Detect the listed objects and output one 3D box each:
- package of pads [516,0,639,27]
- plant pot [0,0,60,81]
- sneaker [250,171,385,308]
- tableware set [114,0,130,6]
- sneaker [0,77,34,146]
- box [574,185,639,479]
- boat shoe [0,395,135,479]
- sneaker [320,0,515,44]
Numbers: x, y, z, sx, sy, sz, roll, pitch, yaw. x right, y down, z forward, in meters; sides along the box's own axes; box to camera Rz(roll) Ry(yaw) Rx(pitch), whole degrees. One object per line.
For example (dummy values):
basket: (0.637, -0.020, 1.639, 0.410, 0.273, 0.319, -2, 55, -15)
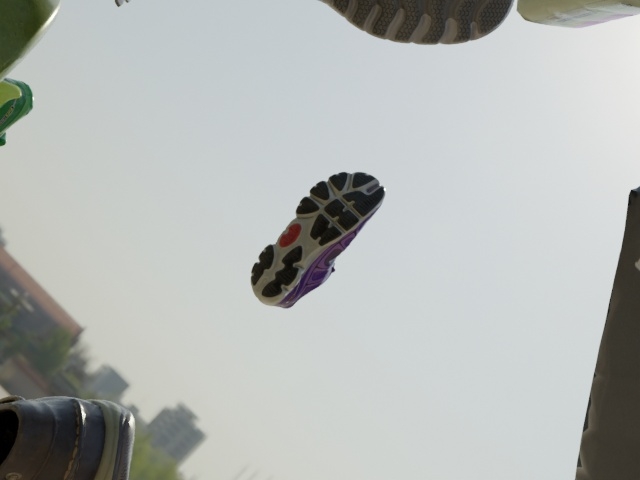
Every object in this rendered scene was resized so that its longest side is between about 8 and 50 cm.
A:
package of pads: (0.313, -0.391, 1.249, 0.101, 0.297, 0.229, 4, 3, -16)
plant pot: (-0.370, -0.218, 0.735, 0.353, 0.366, 0.366, 53, -18, -25)
sneaker: (0.000, 0.000, 1.149, 0.068, 0.170, 0.071, 49, 7, 30)
tableware set: (-0.313, -0.390, 1.605, 0.128, 0.039, 0.194, 62, 10, -16)
sneaker: (-0.460, -0.127, 1.415, 0.295, 0.123, 0.110, -18, -100, 41)
box: (0.382, 0.116, 0.581, 0.293, 0.395, 0.212, -118, -148, -65)
boat shoe: (-0.316, 0.205, 0.998, 0.355, 0.132, 0.130, -28, -42, 32)
sneaker: (0.016, -0.231, 0.865, 0.281, 0.115, 0.105, 18, -63, 7)
